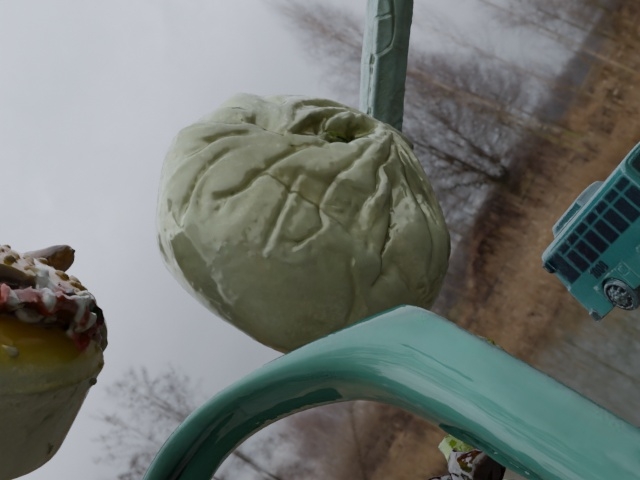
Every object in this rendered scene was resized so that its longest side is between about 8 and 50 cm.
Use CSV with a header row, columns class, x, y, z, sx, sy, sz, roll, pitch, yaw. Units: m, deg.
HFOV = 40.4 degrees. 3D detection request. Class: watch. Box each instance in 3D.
class,x,y,z,sx,sy,sz,roll,pitch,yaw
watch,0.041,0.133,0.309,0.195,0.237,0.068,-56,-25,-12

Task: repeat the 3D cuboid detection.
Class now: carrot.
class,x,y,z,sx,sy,sz,roll,pitch,yaw
carrot,-0.332,0.051,0.891,0.209,0.061,0.061,-26,0,19

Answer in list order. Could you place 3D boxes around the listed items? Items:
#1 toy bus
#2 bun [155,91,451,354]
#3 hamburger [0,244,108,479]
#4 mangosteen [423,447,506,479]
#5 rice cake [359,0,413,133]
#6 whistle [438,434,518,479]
class,x,y,z,sx,sy,sz,roll,pitch,yaw
toy bus,0.383,-0.017,1.065,0.128,0.147,0.256,-38,-14,-25
bun,-0.008,-0.026,0.639,0.145,0.229,0.229,-64,-11,26
hamburger,-0.282,0.046,0.544,0.227,0.295,0.151,-157,79,-69
mangosteen,0.118,0.268,0.611,0.228,0.228,0.265,-37,-56,-65
rice cake,0.100,-0.309,1.276,0.066,0.063,0.336,-5,-74,-27
whistle,0.212,0.312,1.067,0.198,0.057,0.104,-126,43,-52
